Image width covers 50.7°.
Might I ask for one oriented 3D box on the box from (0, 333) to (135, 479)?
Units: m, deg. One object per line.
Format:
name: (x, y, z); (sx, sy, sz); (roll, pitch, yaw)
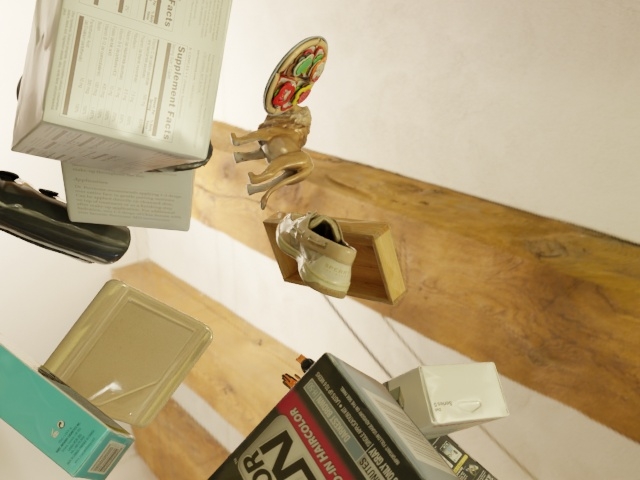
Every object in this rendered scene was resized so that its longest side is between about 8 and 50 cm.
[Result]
box: (-0.331, 0.172, 0.761); (0.244, 0.060, 0.100); (32, -18, 14)

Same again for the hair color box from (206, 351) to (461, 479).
hair color box: (-0.046, 0.310, 0.623); (0.374, 0.113, 0.185); (-48, -137, 4)

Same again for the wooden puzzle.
wooden puzzle: (-0.325, 0.194, 1.136); (0.221, 0.239, 0.044); (-54, -135, -3)

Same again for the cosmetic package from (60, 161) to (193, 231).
cosmetic package: (-0.323, -0.224, 1.159); (0.453, 0.230, 0.161); (108, -16, -50)

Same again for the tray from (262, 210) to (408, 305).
tray: (0.032, 0.038, 1.806); (0.411, 0.076, 0.202); (9, -54, 45)

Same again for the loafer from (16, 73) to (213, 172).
loafer: (-0.269, -0.155, 0.957); (0.095, 0.302, 0.109); (29, -83, 44)

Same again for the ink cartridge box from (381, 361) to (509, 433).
ink cartridge box: (0.212, 0.340, 1.382); (0.273, 0.198, 0.114); (-41, -126, 50)

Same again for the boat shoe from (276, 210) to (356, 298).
boat shoe: (0.000, 0.000, 1.368); (0.110, 0.122, 0.341); (-67, -156, 14)

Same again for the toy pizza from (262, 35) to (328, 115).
toy pizza: (-0.046, -0.347, 1.451); (0.032, 0.201, 0.201); (41, -45, 14)

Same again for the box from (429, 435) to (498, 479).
box: (0.179, 0.542, 1.463); (0.318, 0.395, 0.097); (40, -55, 17)

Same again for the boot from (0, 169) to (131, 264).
boot: (-0.550, -0.051, 1.256); (0.367, 0.445, 0.146); (18, -101, 46)

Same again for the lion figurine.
lion figurine: (-0.099, -0.228, 1.785); (0.142, 0.240, 0.392); (87, -15, -46)

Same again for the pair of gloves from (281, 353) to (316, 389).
pair of gloves: (-0.038, 0.288, 1.446); (0.074, 0.083, 0.010); (29, -30, 28)

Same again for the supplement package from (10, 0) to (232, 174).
supplement package: (-0.210, -0.185, 0.687); (0.262, 0.145, 0.204); (3, -96, 60)
